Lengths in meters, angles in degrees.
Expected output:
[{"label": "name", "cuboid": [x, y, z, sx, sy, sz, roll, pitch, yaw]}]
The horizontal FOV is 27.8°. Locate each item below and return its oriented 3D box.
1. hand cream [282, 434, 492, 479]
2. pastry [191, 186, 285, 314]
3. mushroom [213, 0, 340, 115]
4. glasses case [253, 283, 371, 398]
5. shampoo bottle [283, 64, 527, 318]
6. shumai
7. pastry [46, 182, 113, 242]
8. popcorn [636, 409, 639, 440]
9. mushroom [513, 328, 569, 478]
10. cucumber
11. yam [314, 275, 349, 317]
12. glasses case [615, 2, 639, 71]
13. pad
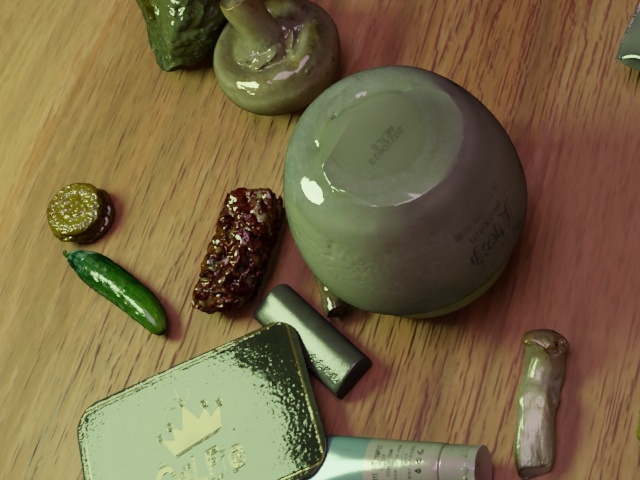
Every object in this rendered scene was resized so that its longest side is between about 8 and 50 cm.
[{"label": "hand cream", "cuboid": [0.069, 0.306, 1.712, 0.312, 0.070, 0.111, -3, 63, 28]}, {"label": "pastry", "cuboid": [-0.120, 0.014, 1.909, 0.097, 0.115, 0.208, 14, 66, 13]}, {"label": "mushroom", "cuboid": [-0.080, -0.308, 2.004, 0.207, 0.215, 0.207, -14, 52, 18]}, {"label": "glasses case", "cuboid": [-0.014, 0.140, 1.839, 0.072, 0.042, 0.191, -49, 57, 0]}, {"label": "shampoo bottle", "cuboid": [0.109, -0.065, 1.737, 0.323, 0.317, 0.322, -11, 58, 17]}, {"label": "shumai", "cuboid": [-0.189, -0.399, 2.122, 0.218, 0.256, 0.189, -26, 96, -17]}, {"label": "pastry", "cuboid": [-0.384, -0.044, 2.066, 0.097, 0.057, 0.109, 32, 78, 30]}, {"label": "popcorn", "cuboid": [0.513, 0.215, 1.481, 0.282, 0.247, 0.282, -9, 50, 10]}, {"label": "mushroom", "cuboid": [0.283, 0.210, 1.682, 0.059, 0.054, 0.202, 4, 69, 21]}, {"label": "cucumber", "cuboid": [-0.314, 0.068, 1.980, 0.250, 0.056, 0.056, 34, 78, 29]}, {"label": "yam", "cuboid": [0.000, 0.000, 1.904, 0.046, 0.046, 0.263, -20, 58, 10]}, {"label": "glasses case", "cuboid": [0.560, -0.231, 1.800, 0.308, 0.083, 0.128, 38, 86, 32]}, {"label": "pad", "cuboid": [-0.178, 0.293, 1.781, 0.375, 0.063, 0.314, -26, 57, 13]}]
